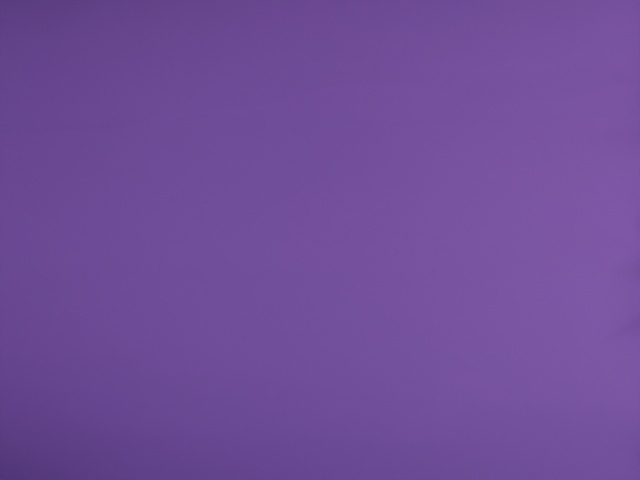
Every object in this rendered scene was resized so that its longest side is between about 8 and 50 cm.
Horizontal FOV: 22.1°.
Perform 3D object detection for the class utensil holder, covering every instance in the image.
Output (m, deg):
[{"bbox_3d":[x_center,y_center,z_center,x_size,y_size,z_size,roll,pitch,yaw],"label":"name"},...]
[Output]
[{"bbox_3d":[0.000,0.000,0.748,0.327,0.386,0.327,-1,90,-77],"label":"utensil holder"}]
